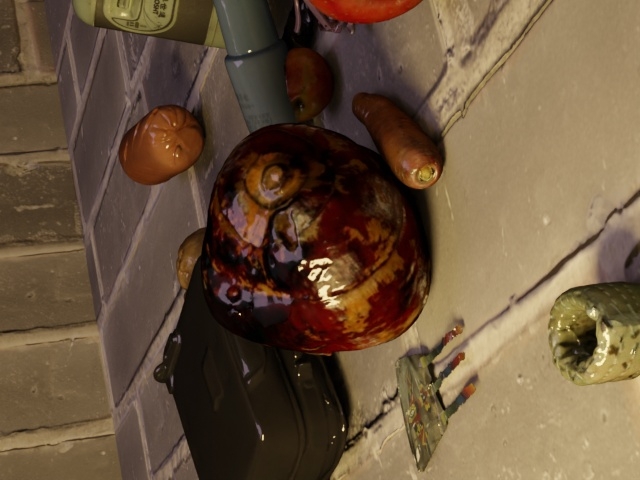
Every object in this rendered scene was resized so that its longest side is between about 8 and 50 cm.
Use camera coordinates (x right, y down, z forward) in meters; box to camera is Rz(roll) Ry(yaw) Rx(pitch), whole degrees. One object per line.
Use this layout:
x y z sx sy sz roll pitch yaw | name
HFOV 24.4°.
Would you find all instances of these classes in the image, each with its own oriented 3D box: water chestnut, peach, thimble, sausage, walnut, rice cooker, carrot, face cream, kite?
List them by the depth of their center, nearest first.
0.240 0.078 1.246 0.110 0.062 0.084 154 108 -71 | thimble
0.079 -0.125 1.681 0.248 0.059 0.059 -123 32 -59 | carrot
0.000 0.000 1.683 0.289 0.244 0.289 21 123 37 | water chestnut
0.127 0.173 1.687 0.245 0.015 0.141 121 137 -62 | kite
-0.012 -0.204 1.914 0.098 0.061 0.098 -4 -90 -78 | peach
-0.061 -0.162 2.001 0.135 0.086 0.385 -147 38 -66 | face cream
-0.205 -0.414 2.088 0.288 0.277 0.288 -170 90 -80 | rice cooker
-0.150 0.049 2.285 0.166 0.149 0.166 47 167 15 | walnut
-0.284 -0.169 2.638 0.304 0.121 0.121 166 97 -72 | sausage

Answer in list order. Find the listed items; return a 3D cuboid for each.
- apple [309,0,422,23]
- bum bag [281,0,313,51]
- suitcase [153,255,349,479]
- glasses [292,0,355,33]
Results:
0.047 -0.319 1.524 0.181 0.181 0.168 109 150 -52 | apple
-0.033 -0.276 1.990 0.124 0.034 0.058 104 152 -46 | bum bag
-0.096 0.211 2.089 0.339 0.188 0.345 109 149 -48 | suitcase
-0.008 -0.364 1.806 0.162 0.095 0.255 -18 81 63 | glasses
